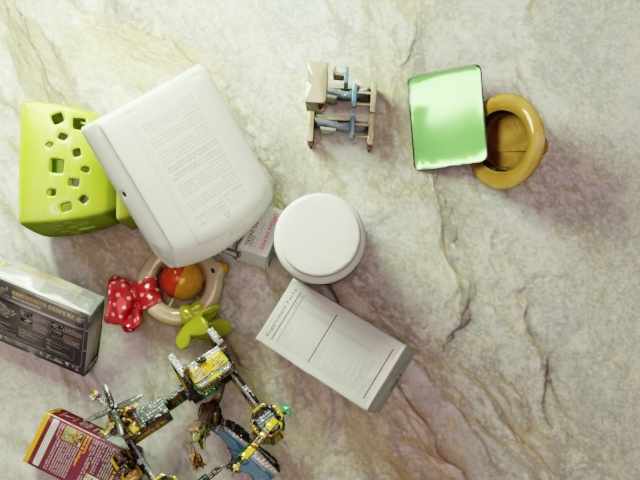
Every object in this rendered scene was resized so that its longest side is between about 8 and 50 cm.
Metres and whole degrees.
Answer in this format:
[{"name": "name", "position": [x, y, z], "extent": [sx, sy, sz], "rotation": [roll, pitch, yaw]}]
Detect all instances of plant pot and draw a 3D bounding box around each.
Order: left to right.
[{"name": "plant pot", "position": [-0.429, -0.126, 1.612], "extent": [0.207, 0.228, 0.227], "rotation": [0, 85, -4]}]

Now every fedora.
[{"name": "fedora", "position": [0.363, -0.185, 1.633], "extent": [0.079, 0.194, 0.194], "rotation": [-1, 86, -35]}]

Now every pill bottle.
[{"name": "pill bottle", "position": [0.000, 0.000, 1.556], "extent": [0.161, 0.283, 0.161], "rotation": [0, 86, 2]}]

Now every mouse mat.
[{"name": "mouse mat", "position": [0.244, -0.235, 1.668], "extent": [0.153, 0.007, 0.189], "rotation": [-5, 87, 28]}]

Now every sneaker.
[{"name": "sneaker", "position": [-0.156, 0.407, 1.648], "extent": [0.162, 0.063, 0.073], "rotation": [43, 92, 4]}]

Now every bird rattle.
[{"name": "bird rattle", "position": [-0.284, 0.103, 1.664], "extent": [0.254, 0.143, 0.206], "rotation": [20, 76, 16]}]

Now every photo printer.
[{"name": "photo printer", "position": [-0.237, -0.123, 1.532], "extent": [0.256, 0.107, 0.307], "rotation": [-38, 107, -31]}]

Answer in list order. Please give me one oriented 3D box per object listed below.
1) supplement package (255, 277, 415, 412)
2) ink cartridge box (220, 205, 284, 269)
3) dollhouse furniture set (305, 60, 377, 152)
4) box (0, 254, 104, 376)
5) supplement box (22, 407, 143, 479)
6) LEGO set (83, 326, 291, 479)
[{"name": "supplement package", "position": [0.030, 0.193, 1.590], "extent": [0.244, 0.134, 0.139], "rotation": [31, 86, 18]}, {"name": "ink cartridge box", "position": [-0.152, -0.024, 1.655], "extent": [0.151, 0.063, 0.109], "rotation": [19, 63, 3]}, {"name": "dollhouse furniture set", "position": [0.039, -0.245, 1.619], "extent": [0.130, 0.183, 0.128], "rotation": [3, 87, 2]}, {"name": "box", "position": [-0.526, 0.140, 1.624], "extent": [0.231, 0.056, 0.183], "rotation": [21, 131, 4]}, {"name": "supplement box", "position": [-0.449, 0.407, 1.647], "extent": [0.188, 0.081, 0.104], "rotation": [25, 87, 3]}, {"name": "LEGO set", "position": [-0.228, 0.315, 1.532], "extent": [0.331, 0.192, 0.254], "rotation": [-26, 65, -12]}]
